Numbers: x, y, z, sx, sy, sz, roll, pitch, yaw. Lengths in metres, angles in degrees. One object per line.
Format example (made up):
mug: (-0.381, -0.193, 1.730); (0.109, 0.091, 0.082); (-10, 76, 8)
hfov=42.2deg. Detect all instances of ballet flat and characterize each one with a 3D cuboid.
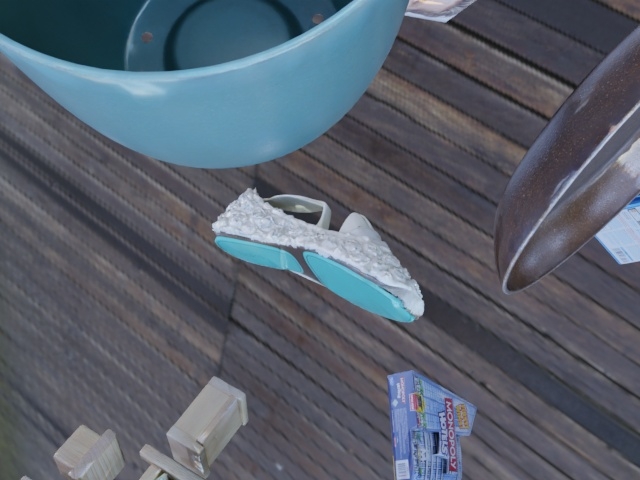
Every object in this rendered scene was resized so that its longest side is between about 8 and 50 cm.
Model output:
ballet flat: (0.000, 0.000, 1.319); (0.409, 0.147, 0.147); (19, 127, 32)

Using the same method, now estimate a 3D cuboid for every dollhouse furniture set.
dollhouse furniture set: (-0.083, 0.153, 0.504); (0.101, 0.182, 0.161); (26, 145, 19)

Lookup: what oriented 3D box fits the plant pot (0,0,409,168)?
plant pot: (-0.073, -0.180, 0.545); (0.293, 0.293, 0.235); (42, 169, 14)

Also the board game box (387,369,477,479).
board game box: (0.205, 0.338, 1.454); (0.060, 0.194, 0.194); (-21, 64, 40)

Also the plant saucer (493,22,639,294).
plant saucer: (0.236, -0.085, 0.633); (0.050, 0.311, 0.310); (46, 138, 21)

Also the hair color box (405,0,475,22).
hair color box: (0.111, -0.452, 1.318); (0.174, 0.347, 0.105); (-24, 70, 58)

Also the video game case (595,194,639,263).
video game case: (0.387, -0.019, 0.912); (0.166, 0.015, 0.119); (-14, 143, 38)
